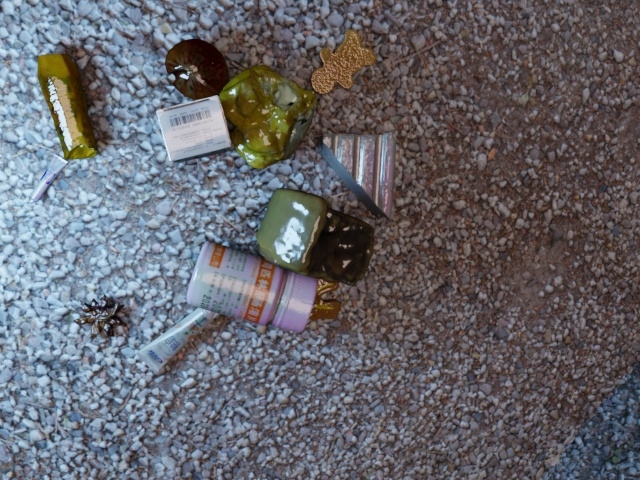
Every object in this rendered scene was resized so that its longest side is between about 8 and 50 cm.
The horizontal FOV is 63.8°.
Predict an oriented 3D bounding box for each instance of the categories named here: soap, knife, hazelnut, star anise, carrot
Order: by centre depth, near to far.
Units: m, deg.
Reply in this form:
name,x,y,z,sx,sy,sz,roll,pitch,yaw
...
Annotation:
name,x,y,z,sx,sy,sz,roll,pitch,yaw
carrot,-0.743,-0.388,1.512,0.114,0.114,0.302,-14,105,-11
hazelnut,-0.364,-0.505,1.550,0.177,0.178,0.204,-26,106,-7
knife,-0.186,-0.538,1.663,0.222,0.021,0.046,22,98,-17
star anise,-0.718,0.249,1.677,0.167,0.057,0.168,-1,106,-5
soap,0.108,-0.211,1.728,0.257,0.159,0.303,-2,99,-17

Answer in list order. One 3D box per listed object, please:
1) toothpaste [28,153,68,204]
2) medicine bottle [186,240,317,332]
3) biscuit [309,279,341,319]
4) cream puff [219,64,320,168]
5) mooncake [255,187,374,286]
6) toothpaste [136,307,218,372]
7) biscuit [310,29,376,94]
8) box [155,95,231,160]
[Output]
name,x,y,z,sx,sy,sz,roll,pitch,yaw
toothpaste,-0.840,-0.183,1.572,0.045,0.028,0.170,34,90,-11
medicine bottle,-0.219,0.157,1.671,0.388,0.219,0.219,19,96,-9
biscuit,-0.071,0.215,1.833,0.294,0.044,0.186,-11,101,-12
cream puff,-0.179,-0.376,1.584,0.269,0.323,0.274,32,125,8
mooncake,0.000,0.000,1.623,0.393,0.393,0.246,22,93,-14
toothpaste,-0.473,0.317,1.749,0.323,0.066,0.100,-40,103,2
biscuit,0.063,-0.580,1.707,0.240,0.035,0.158,-41,105,-3
box,-0.365,-0.316,1.500,0.173,0.333,0.145,-17,100,-10
